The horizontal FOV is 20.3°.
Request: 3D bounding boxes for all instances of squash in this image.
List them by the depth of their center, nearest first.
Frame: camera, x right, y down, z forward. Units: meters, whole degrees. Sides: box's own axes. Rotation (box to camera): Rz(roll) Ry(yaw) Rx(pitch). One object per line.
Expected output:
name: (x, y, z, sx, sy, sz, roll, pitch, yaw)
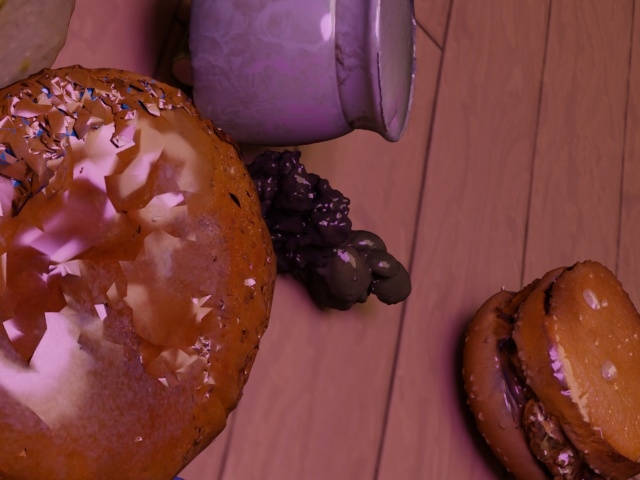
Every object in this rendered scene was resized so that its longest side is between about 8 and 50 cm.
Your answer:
squash: (-0.085, -0.146, 1.284, 0.027, 0.027, 0.083, 46, 36, -27)

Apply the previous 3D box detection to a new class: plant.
plant: (0.000, 0.000, 1.273, 0.174, 0.085, 0.087, 42, 63, -39)

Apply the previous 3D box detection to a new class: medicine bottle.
medicine bottle: (-0.007, -0.138, 1.243, 0.147, 0.143, 0.147, 2, 90, -78)

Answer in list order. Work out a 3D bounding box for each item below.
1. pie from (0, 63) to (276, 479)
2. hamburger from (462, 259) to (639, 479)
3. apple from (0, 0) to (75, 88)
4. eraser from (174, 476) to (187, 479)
pie: (-0.133, 0.024, 1.008, 0.273, 0.069, 0.273, 4, 83, -40)
hamburger: (0.194, 0.122, 1.422, 0.182, 0.118, 0.191, 1, 65, -51)
apple: (-0.260, -0.202, 0.922, 0.346, 0.179, 0.254, 47, 29, -53)
eraser: (-0.087, 0.174, 1.072, 0.084, 0.027, 0.063, 28, 46, -42)
